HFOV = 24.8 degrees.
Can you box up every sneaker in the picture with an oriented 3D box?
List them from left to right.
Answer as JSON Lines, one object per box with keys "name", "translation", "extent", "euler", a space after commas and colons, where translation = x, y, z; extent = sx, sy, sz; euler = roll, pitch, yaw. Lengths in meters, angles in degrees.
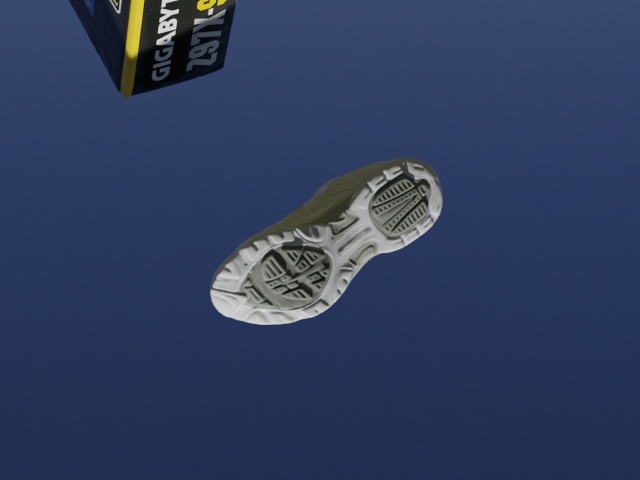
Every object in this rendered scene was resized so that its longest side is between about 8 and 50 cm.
{"name": "sneaker", "translation": [0.000, 0.000, 1.346], "extent": [0.232, 0.090, 0.115], "euler": [-29, -164, -8]}

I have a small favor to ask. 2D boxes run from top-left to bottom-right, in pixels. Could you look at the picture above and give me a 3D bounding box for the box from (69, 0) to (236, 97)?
{"name": "box", "translation": [-0.140, -0.288, 0.872], "extent": [0.079, 0.257, 0.322], "euler": [-19, -117, -22]}
